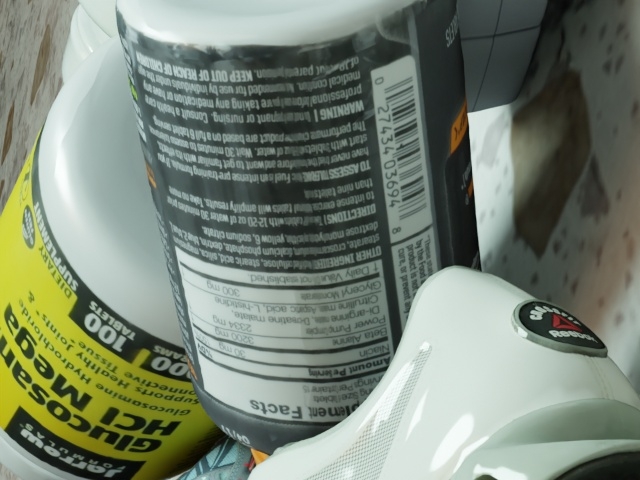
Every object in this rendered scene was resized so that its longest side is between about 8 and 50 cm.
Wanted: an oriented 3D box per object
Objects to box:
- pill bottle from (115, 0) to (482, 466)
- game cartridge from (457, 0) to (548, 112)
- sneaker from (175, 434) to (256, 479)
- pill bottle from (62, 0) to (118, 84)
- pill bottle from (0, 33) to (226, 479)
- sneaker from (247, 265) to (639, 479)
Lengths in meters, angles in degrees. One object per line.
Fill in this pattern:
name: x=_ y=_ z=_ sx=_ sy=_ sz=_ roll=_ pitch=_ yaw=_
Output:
pill bottle: x=0.000 y=0.000 z=0.674 sx=0.130 sy=0.130 sz=0.245 roll=-111 pitch=11 yaw=-58
game cartridge: x=0.051 y=-0.207 z=0.673 sx=0.297 sy=0.062 sz=0.198 roll=90 pitch=172 yaw=-46
sneaker: x=-0.074 y=0.201 z=0.954 sx=0.262 sy=0.104 sz=0.125 roll=-51 pitch=16 yaw=47
pill bottle: x=-0.047 y=-0.202 z=0.940 sx=0.176 sy=0.176 sz=0.318 roll=-98 pitch=27 yaw=-45
pill bottle: x=-0.102 y=0.032 z=0.946 sx=0.334 sy=0.188 sz=0.187 roll=129 pitch=147 yaw=-56
sneaker: x=0.011 y=0.156 z=0.610 sx=0.330 sy=0.122 sz=0.146 roll=-58 pitch=37 yaw=21
